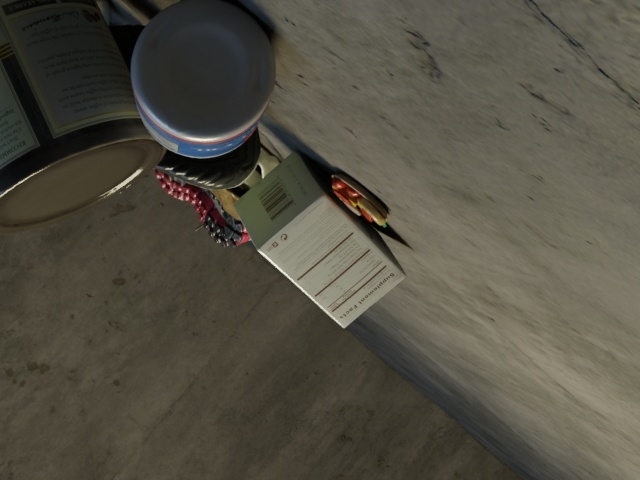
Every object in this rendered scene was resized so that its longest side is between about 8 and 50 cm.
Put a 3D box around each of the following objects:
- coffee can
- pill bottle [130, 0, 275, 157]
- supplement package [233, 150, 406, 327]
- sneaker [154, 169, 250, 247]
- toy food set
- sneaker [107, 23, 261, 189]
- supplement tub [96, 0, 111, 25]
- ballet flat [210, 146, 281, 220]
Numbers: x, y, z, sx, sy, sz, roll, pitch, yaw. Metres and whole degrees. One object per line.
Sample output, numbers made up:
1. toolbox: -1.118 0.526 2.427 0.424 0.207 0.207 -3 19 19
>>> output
1. coffee can: -0.300 -0.173 1.418 0.201 0.201 0.275 71 173 -80
2. pill bottle: -0.107 -0.139 1.287 0.124 0.124 0.221 40 176 -3
3. supplement package: 0.000 0.000 1.690 0.179 0.105 0.105 44 -171 -39
4. sneaker: -0.154 -0.099 2.060 0.299 0.112 0.121 49 140 34
5. toy food set: 0.043 -0.044 1.591 0.083 0.020 0.082 39 175 5
6. sneaker: -0.237 -0.175 1.598 0.384 0.145 0.147 29 170 4
7. supplement tub: -0.359 -0.298 1.730 0.190 0.117 0.117 39 175 14
8. ballet flat: -0.130 -0.119 1.785 0.124 0.116 0.342 9 156 38
